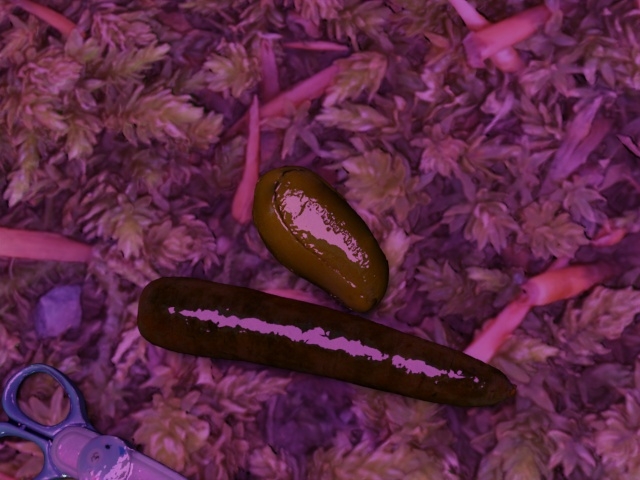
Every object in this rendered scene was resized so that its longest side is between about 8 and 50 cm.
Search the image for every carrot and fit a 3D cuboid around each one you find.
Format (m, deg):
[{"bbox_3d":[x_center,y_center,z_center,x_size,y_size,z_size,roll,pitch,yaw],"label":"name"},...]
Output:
[{"bbox_3d":[0.003,0.096,0.916,0.359,0.074,0.074,11,76,9],"label":"carrot"}]

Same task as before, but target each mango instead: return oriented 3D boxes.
[{"bbox_3d":[0.000,0.000,0.944,0.091,0.074,0.165,-37,85,-11],"label":"mango"}]

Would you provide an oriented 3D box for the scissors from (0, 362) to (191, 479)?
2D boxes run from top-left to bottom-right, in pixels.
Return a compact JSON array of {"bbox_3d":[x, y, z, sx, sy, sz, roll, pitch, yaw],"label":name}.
[{"bbox_3d":[-0.202,0.209,0.928,0.256,0.030,0.125,19,76,15],"label":"scissors"}]
